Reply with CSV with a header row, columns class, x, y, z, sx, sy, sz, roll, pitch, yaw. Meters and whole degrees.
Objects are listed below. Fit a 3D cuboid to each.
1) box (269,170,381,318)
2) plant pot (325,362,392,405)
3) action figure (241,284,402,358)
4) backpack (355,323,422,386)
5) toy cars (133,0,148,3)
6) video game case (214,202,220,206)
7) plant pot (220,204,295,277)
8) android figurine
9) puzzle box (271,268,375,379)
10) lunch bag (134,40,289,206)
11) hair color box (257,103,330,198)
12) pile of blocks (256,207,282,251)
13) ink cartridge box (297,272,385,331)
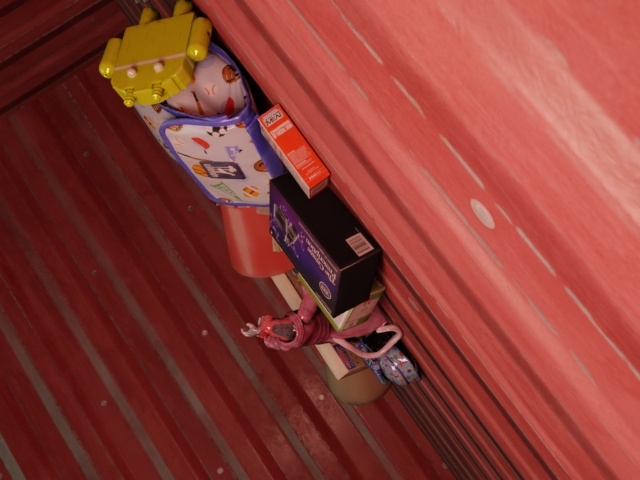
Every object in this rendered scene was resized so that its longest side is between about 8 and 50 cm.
class,x,y,z,sx,sy,sz,roll,pitch,yaw
box,0.000,0.000,1.317,0.261,0.103,0.184,52,158,28
plant pot,0.119,0.408,2.284,0.256,0.257,0.274,50,165,41
action figure,-0.022,0.231,1.632,0.370,0.248,0.275,-3,-136,-51
backpack,0.201,0.346,1.817,0.173,0.117,0.158,47,171,38
toy cars,-0.405,-0.631,1.349,0.176,0.087,0.393,49,170,11
video game case,-0.362,-0.282,2.005,0.274,0.035,0.248,58,155,23
plant pot,-0.176,-0.061,1.932,0.275,0.275,0.243,48,160,51
android figurine,-0.340,-0.384,1.325,0.056,0.249,0.272,59,-148,-54
puzzle box,0.032,0.227,2.008,0.272,0.052,0.408,-6,-124,-55
lunch bag,-0.242,-0.258,1.445,0.386,0.239,0.327,36,166,30
hair color box,-0.050,-0.169,1.228,0.167,0.053,0.093,53,175,6
pile of blocks,-0.112,-0.137,1.725,0.362,0.149,0.113,62,-157,-4
ink cartridge box,0.063,0.054,1.460,0.188,0.097,0.255,52,139,28
